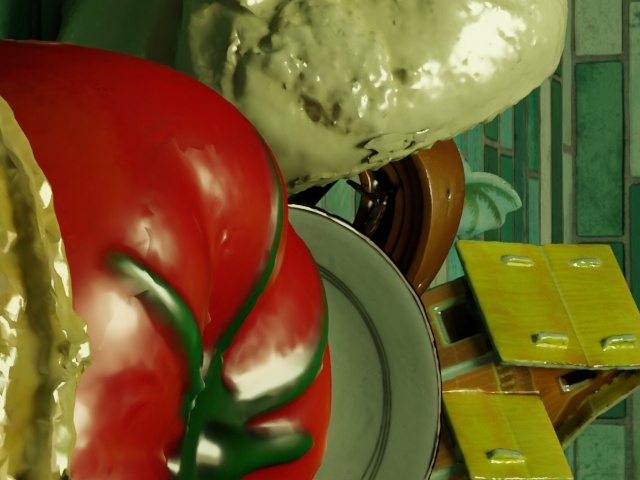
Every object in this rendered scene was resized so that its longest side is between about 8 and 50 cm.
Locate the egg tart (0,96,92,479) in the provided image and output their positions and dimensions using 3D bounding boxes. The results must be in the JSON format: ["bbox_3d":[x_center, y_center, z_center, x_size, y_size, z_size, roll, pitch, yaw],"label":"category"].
[{"bbox_3d":[-0.232,0.037,0.542,0.128,0.319,0.318,92,1,-79],"label":"egg tart"}]

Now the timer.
[{"bbox_3d":[-0.157,0.091,0.787,0.378,0.279,0.377,3,90,-74],"label":"timer"}]

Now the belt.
[{"bbox_3d":[0.000,0.000,1.340,0.261,0.184,0.105,-56,167,22],"label":"belt"}]

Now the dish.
[{"bbox_3d":[-0.060,0.124,1.225,0.317,0.106,0.316,0,89,-31],"label":"dish"}]

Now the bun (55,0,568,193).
[{"bbox_3d":[-0.021,-0.161,1.123,0.360,0.360,0.210,-47,124,-63],"label":"bun"}]

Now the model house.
[{"bbox_3d":[0.142,0.104,1.467,0.340,0.324,0.300,68,2,-49],"label":"model house"}]
